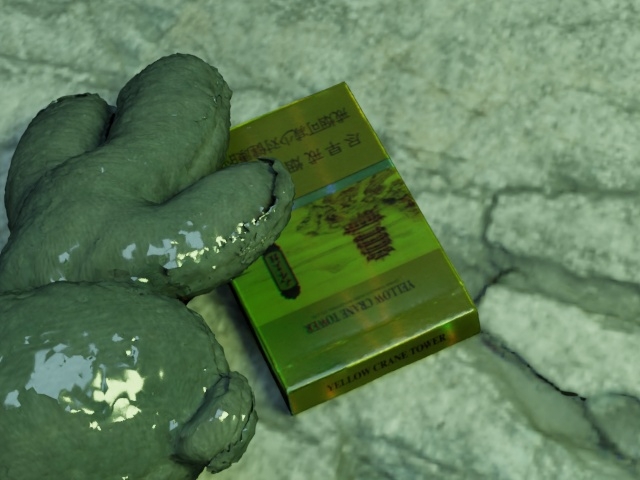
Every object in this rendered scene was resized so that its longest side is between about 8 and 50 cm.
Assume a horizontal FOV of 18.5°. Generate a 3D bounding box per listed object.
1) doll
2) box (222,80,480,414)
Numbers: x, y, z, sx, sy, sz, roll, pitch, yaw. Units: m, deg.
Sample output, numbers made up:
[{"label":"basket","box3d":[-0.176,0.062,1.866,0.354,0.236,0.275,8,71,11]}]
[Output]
[{"label":"doll","box3d":[-0.114,0.038,1.097,0.245,0.158,0.340,-20,32,17]},{"label":"box","box3d":[0.000,0.000,1.165,0.121,0.030,0.193,-23,56,-7]}]
